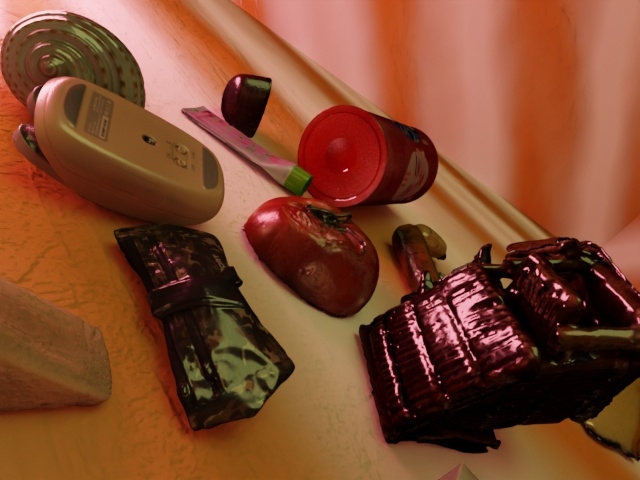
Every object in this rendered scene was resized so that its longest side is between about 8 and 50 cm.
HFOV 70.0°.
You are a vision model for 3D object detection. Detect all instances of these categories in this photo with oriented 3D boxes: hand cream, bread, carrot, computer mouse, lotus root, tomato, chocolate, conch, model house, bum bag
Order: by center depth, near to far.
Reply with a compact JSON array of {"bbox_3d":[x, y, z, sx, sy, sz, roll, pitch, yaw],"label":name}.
[{"bbox_3d":[-0.235,0.082,0.308,0.077,0.105,0.152,61,1,41],"label":"bread"},{"bbox_3d":[-0.115,0.063,0.446,0.102,0.069,0.248,-23,58,-22],"label":"bum bag"},{"bbox_3d":[-0.224,-0.096,0.546,0.237,0.082,0.145,23,40,-39],"label":"computer mouse"},{"bbox_3d":[0.190,0.105,0.593,0.283,0.297,0.317,-9,37,4],"label":"model house"},{"bbox_3d":[-0.311,-0.226,0.609,0.172,0.131,0.200,28,27,-19],"label":"conch"},{"bbox_3d":[0.003,-0.001,0.688,0.228,0.101,0.228,28,26,-15],"label":"tomato"},{"bbox_3d":[-0.139,-0.179,0.879,0.275,0.050,0.079,34,-1,4],"label":"hand cream"},{"bbox_3d":[0.195,0.057,0.879,0.070,0.070,0.260,26,27,-24],"label":"carrot"},{"bbox_3d":[-0.169,-0.283,0.957,0.080,0.125,0.149,14,-4,-27],"label":"chocolate"},{"bbox_3d":[0.235,-0.001,1.036,0.152,0.063,0.072,31,-1,-35],"label":"lotus root"},{"bbox_3d":[0.664,0.353,1.063,0.346,0.242,0.405,39,57,-8],"label":"bread"}]

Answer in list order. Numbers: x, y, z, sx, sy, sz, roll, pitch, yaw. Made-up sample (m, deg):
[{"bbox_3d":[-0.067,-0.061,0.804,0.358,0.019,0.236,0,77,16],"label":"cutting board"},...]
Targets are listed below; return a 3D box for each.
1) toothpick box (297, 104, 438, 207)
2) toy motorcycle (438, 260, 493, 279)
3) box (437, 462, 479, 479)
[{"bbox_3d":[0.121,-0.178,1.031,0.204,0.204,0.333,46,26,17],"label":"toothpick box"},{"bbox_3d":[0.309,0.122,0.899,0.260,0.110,0.170,-1,67,-67],"label":"toy motorcycle"},{"bbox_3d":[0.100,0.306,0.260,0.225,0.117,0.225,47,25,17],"label":"box"}]
